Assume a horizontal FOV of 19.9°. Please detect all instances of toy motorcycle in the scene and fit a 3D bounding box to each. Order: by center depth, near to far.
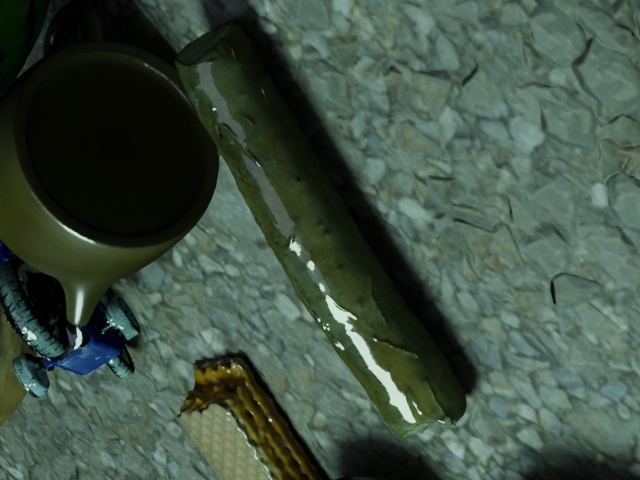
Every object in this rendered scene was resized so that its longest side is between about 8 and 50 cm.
[{"bbox_3d":[-0.247,0.045,1.660,0.169,0.113,0.315,59,-177,14],"label":"toy motorcycle"}]

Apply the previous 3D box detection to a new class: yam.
[{"bbox_3d":[0.000,0.000,1.448,0.083,0.083,0.371,-16,110,52],"label":"yam"}]

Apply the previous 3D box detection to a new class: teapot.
[{"bbox_3d":[-0.201,-0.065,1.510,0.175,0.186,0.267,-29,63,54],"label":"teapot"}]

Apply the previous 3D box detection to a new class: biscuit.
[{"bbox_3d":[-0.011,0.279,1.735,0.094,0.054,0.378,-15,112,51],"label":"biscuit"}]

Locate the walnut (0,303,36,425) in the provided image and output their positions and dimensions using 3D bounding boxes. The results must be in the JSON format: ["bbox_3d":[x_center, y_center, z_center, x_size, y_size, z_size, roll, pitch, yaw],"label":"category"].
[{"bbox_3d":[-0.465,0.086,1.803,0.381,0.381,0.381,27,140,26],"label":"walnut"}]

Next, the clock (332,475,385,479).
[{"bbox_3d":[0.062,0.321,1.615,0.243,0.146,0.199,58,169,-12],"label":"clock"}]

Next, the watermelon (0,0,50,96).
[{"bbox_3d":[-0.369,-0.240,1.388,0.363,0.363,0.363,27,140,26],"label":"watermelon"}]
